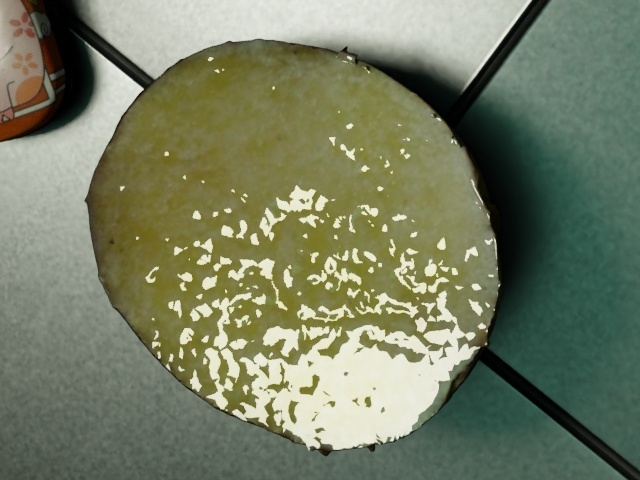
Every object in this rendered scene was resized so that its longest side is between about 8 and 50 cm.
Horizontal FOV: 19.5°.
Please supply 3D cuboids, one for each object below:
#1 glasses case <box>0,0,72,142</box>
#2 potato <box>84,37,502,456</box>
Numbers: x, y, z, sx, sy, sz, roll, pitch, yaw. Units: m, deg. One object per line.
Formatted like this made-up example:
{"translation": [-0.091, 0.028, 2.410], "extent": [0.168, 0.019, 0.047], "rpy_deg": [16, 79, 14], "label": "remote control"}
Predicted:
{"translation": [-0.248, -0.197, 1.278], "extent": [0.103, 0.067, 0.266], "rpy_deg": [-18, 91, 17], "label": "glasses case"}
{"translation": [0.000, 0.000, 1.202], "extent": [0.299, 0.116, 0.239], "rpy_deg": [31, 99, 23], "label": "potato"}
